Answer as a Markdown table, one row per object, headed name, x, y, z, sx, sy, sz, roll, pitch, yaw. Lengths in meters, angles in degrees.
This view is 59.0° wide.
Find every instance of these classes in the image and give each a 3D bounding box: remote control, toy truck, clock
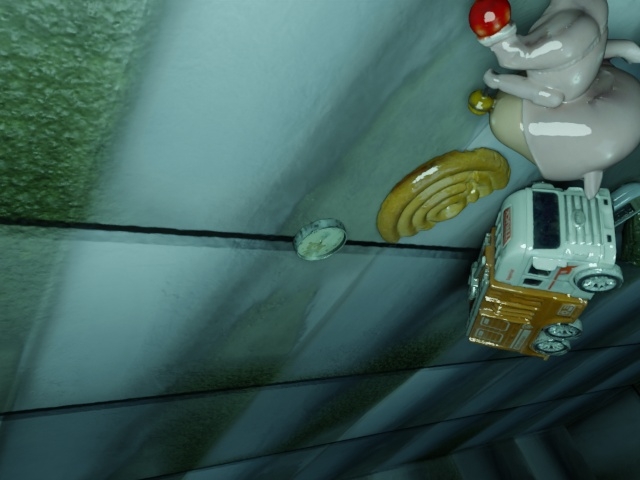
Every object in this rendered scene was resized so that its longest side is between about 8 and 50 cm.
| name | x | y | z | sx | sy | sz | roll | pitch | yaw |
| --- | --- | --- | --- | --- | --- | --- | --- | --- | --- |
| remote control | 0.530 | -0.031 | 1.115 | 0.244 | 0.047 | 0.087 | -38 | 141 | 23 |
| toy truck | 0.382 | 0.065 | 1.029 | 0.207 | 0.173 | 0.387 | 7 | 147 | 8 |
| clock | 0.000 | 0.000 | 0.857 | 0.085 | 0.017 | 0.085 | -16 | 147 | -11 |

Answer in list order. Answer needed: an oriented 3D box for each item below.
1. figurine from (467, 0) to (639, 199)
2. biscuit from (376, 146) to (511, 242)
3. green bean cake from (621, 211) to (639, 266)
| name | x | y | z | sx | sy | sz | roll | pitch | yaw |
| --- | --- | --- | --- | --- | --- | --- | --- | --- | --- |
| figurine | 0.273 | -0.192 | 0.661 | 0.186 | 0.176 | 0.287 | 5 | 147 | 39 |
| biscuit | 0.185 | -0.074 | 0.851 | 0.224 | 0.033 | 0.144 | -26 | 148 | 3 |
| green bean cake | 0.722 | -0.004 | 1.152 | 0.182 | 0.094 | 0.173 | 6 | 158 | 18 |
